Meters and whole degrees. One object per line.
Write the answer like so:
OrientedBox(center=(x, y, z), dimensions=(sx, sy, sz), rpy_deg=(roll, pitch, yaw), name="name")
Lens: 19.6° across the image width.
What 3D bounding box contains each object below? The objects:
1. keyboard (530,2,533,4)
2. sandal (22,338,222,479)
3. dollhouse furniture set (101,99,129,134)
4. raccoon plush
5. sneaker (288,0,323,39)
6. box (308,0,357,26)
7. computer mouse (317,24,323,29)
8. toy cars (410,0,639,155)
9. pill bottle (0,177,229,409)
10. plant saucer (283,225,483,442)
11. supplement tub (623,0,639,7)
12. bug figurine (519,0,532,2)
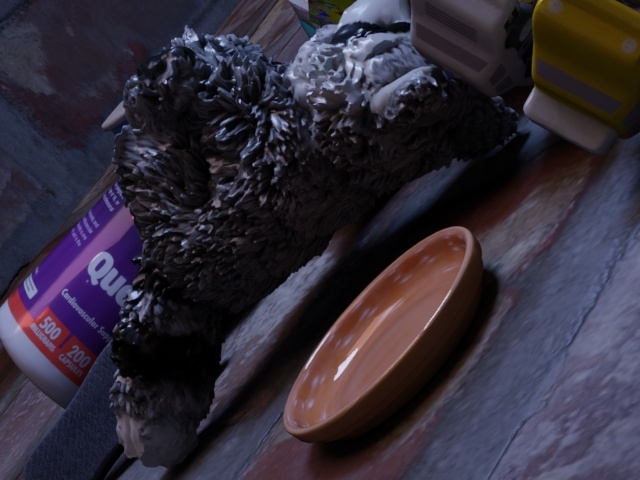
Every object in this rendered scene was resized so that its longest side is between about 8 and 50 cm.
OrientedBox(center=(0.296, -0.322, 1.650), dimensions=(0.317, 0.033, 0.201), rpy_deg=(-39, 42, 33), name="keyboard")
OrientedBox(center=(-0.198, 0.164, 1.835), dimensions=(0.254, 0.097, 0.054), rpy_deg=(-44, -14, 13), name="sandal")
OrientedBox(center=(-0.195, -0.028, 2.143), dimensions=(0.303, 0.198, 0.286), rpy_deg=(-56, 14, -30), name="dollhouse furniture set")
OrientedBox(center=(0.000, 0.000, 1.602), dimensions=(0.299, 0.446, 0.216), rpy_deg=(13, 18, 32), name="raccoon plush")
OrientedBox(center=(0.054, -0.226, 2.165), dimensions=(0.108, 0.121, 0.302), rpy_deg=(-32, 33, 1), name="sneaker")
OrientedBox(center=(0.116, -0.330, 1.732), dimensions=(0.279, 0.177, 0.290), rpy_deg=(70, -138, -87), name="box")
OrientedBox(center=(0.098, -0.231, 1.984), dimensions=(0.272, 0.072, 0.188), rpy_deg=(-12, 44, 45), name="computer mouse")
OrientedBox(center=(0.147, -0.128, 1.327), dimensions=(0.087, 0.176, 0.394), rpy_deg=(-58, 23, 0), name="toy cars")
OrientedBox(center=(-0.174, 0.029, 1.936), dimensions=(0.323, 0.181, 0.181), rpy_deg=(-47, 12, 5), name="pill bottle")
OrientedBox(center=(0.052, 0.075, 1.368), dimensions=(0.200, 0.037, 0.200), rpy_deg=(-46, 13, 14), name="plant saucer")
OrientedBox(center=(0.265, -0.232, 1.339), dimensions=(0.144, 0.144, 0.199), rpy_deg=(-46, 12, 7), name="supplement tub")
OrientedBox(center=(0.200, -0.267, 1.517), dimensions=(0.072, 0.279, 0.216), rpy_deg=(6, 59, 19), name="bug figurine")
